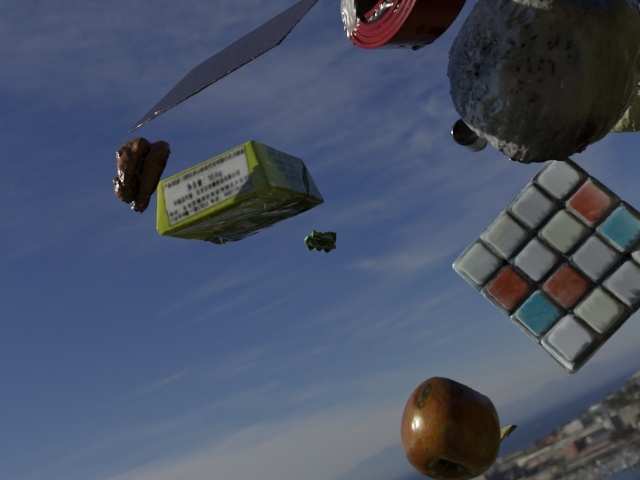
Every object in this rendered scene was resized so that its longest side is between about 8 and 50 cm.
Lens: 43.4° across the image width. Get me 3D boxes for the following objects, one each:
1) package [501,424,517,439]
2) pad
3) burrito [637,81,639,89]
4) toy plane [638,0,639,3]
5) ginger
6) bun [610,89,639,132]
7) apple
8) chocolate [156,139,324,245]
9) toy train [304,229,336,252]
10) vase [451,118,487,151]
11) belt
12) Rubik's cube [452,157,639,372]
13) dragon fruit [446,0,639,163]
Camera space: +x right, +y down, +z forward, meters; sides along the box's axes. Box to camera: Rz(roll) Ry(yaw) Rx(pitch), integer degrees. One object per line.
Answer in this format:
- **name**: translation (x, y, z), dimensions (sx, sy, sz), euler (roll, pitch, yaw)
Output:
- **package**: translation (0.463, 0.536, 2.150), dimensions (0.121, 0.031, 0.108), euler (-28, -23, -15)
- **pad**: translation (-0.133, -0.272, 1.200), dimensions (0.330, 0.004, 0.220), euler (-20, 27, 39)
- **burrito**: translation (0.575, -0.433, 1.640), dimensions (0.066, 0.309, 0.096), euler (-41, -15, 32)
- **toy plane**: translation (0.604, -0.394, 1.291), dimensions (0.234, 0.160, 0.082), euler (-20, -61, 7)
- **ginger**: translation (-0.380, -0.141, 1.673), dimensions (0.103, 0.162, 0.073), euler (18, 2, -30)
- **bun**: translation (0.682, -0.331, 1.806), dimensions (0.244, 0.153, 0.244), euler (-13, 22, 6)
- **apple**: translation (0.275, 0.398, 1.733), dimensions (0.237, 0.207, 0.237), euler (5, -36, 4)
- **chocolate**: translation (-0.188, -0.103, 1.847), dimensions (0.301, 0.137, 0.289), euler (-22, -12, 21)
- **toy train**: translation (0.000, 0.000, 2.040), dimensions (0.083, 0.053, 0.033), euler (10, -23, -15)
- **vase**: translation (0.324, -0.216, 1.700), dimensions (0.060, 0.060, 0.211), euler (-31, -11, 18)
- **belt**: translation (0.147, -0.468, 1.463), dimensions (0.115, 0.227, 0.324), euler (-5, -10, -25)
- **Rubik's cube**: translation (0.407, 0.047, 1.328), dimensions (0.259, 0.253, 0.256), euler (-49, -20, 5)
- **dragon fruit**: translation (0.348, -0.256, 1.164), dimensions (0.283, 0.204, 0.221), euler (-9, -28, -10)
